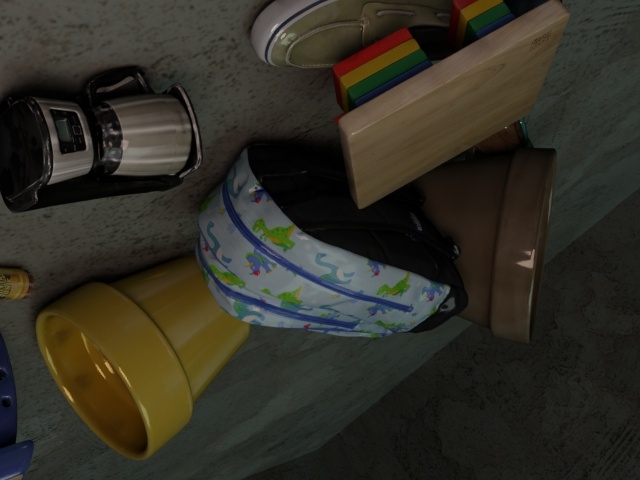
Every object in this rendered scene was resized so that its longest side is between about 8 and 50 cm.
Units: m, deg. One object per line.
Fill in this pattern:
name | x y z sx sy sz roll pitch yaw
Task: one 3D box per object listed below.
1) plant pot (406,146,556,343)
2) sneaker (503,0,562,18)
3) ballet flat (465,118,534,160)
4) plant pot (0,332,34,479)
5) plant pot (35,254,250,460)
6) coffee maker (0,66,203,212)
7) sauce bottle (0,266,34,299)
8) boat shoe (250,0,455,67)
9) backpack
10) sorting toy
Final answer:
plant pot | 0.236 -0.010 1.369 0.280 0.323 0.323 9 168 18
sneaker | 0.265 -0.337 1.019 0.086 0.163 0.226 3 -163 -2
ballet flat | 0.333 -0.157 1.498 0.124 0.116 0.342 -17 163 18
plant pot | -0.530 0.285 1.101 0.236 0.212 0.236 -13 151 -40
plant pot | -0.240 0.148 1.188 0.239 0.254 0.254 -35 164 -36
coffee maker | -0.236 -0.084 0.829 0.178 0.120 0.171 -12 151 -41
sauce bottle | -0.411 0.052 0.989 0.042 0.042 0.128 -42 158 22
boat shoe | 0.065 -0.245 0.930 0.302 0.094 0.109 -20 156 -29
backpack | 0.000 0.000 1.137 0.273 0.290 0.355 -37 150 16
sorting toy | 0.128 -0.168 0.933 0.257 0.089 0.255 -30 165 -3
